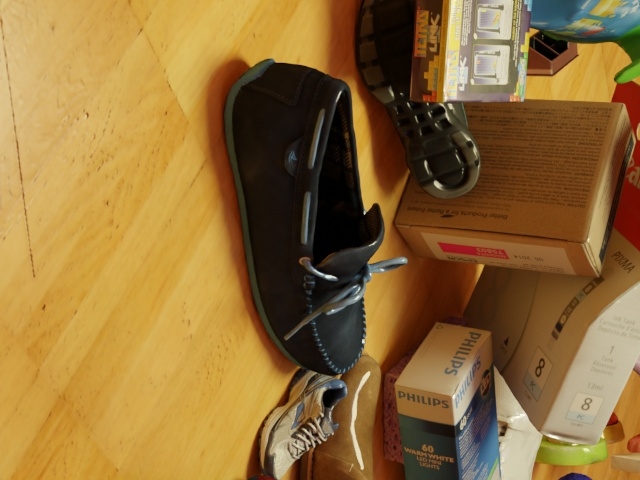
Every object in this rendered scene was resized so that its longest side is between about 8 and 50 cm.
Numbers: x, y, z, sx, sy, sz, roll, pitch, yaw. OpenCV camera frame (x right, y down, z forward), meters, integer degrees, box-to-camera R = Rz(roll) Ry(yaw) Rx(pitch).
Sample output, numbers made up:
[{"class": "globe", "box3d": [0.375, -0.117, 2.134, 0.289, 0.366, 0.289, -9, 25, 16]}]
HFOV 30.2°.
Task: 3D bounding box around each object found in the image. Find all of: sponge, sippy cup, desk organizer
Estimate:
[{"class": "sponge", "box3d": [0.136, 0.184, 1.496, 0.210, 0.031, 0.117, -31, 124, -56]}, {"class": "sippy cup", "box3d": [0.307, -0.351, 1.461, 0.224, 0.305, 0.240, -26, 139, -58]}, {"class": "desk organizer", "box3d": [0.341, -0.283, 1.753, 0.130, 0.047, 0.050, -38, 127, -54]}]

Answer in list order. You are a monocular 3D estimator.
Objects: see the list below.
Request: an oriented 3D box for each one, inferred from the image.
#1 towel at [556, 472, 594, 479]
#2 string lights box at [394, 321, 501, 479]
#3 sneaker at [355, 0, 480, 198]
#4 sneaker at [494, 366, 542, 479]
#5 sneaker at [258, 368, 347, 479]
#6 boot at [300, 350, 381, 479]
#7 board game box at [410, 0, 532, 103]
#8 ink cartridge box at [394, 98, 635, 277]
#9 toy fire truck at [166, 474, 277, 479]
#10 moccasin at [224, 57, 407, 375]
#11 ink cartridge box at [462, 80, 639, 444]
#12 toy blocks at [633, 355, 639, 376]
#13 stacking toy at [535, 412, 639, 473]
[{"class": "towel", "box3d": [0.270, 0.470, 1.653, 0.308, 0.076, 0.227, -37, 166, -50]}, {"class": "string lights box", "box3d": [0.161, 0.245, 1.442, 0.133, 0.077, 0.259, -48, 138, -48]}, {"class": "sneaker", "box3d": [0.101, -0.173, 1.301, 0.106, 0.101, 0.267, -95, 168, -59]}, {"class": "sneaker", "box3d": [0.242, 0.307, 1.648, 0.169, 0.108, 0.292, -41, 133, -56]}, {"class": "sneaker", "box3d": [-0.015, 0.183, 1.177, 0.135, 0.058, 0.052, -60, 145, -35]}, {"class": "boot", "box3d": [0.038, 0.267, 1.244, 0.112, 0.115, 0.305, 28, 71, -59]}, {"class": "board game box", "box3d": [0.157, -0.226, 1.214, 0.141, 0.048, 0.170, -6, 103, -44]}, {"class": "ink cartridge box", "box3d": [0.229, -0.068, 1.388, 0.088, 0.235, 0.193, 53, 52, -51]}, {"class": "toy fire truck", "box3d": [-0.062, 0.334, 1.043, 0.302, 0.169, 0.253, 22, 58, -63]}, {"class": "moccasin", "box3d": [0.000, 0.000, 1.096, 0.137, 0.117, 0.342, -57, 143, -40]}, {"class": "ink cartridge box", "box3d": [0.316, 0.004, 1.436, 0.308, 0.091, 0.385, -114, -140, -66]}, {"class": "toy blocks", "box3d": [0.375, 0.041, 1.690, 0.260, 0.309, 0.288, 12, 95, -21]}, {"class": "stacking toy", "box3d": [0.494, 0.287, 1.957, 0.279, 0.309, 0.130, -4, 93, -52]}]
